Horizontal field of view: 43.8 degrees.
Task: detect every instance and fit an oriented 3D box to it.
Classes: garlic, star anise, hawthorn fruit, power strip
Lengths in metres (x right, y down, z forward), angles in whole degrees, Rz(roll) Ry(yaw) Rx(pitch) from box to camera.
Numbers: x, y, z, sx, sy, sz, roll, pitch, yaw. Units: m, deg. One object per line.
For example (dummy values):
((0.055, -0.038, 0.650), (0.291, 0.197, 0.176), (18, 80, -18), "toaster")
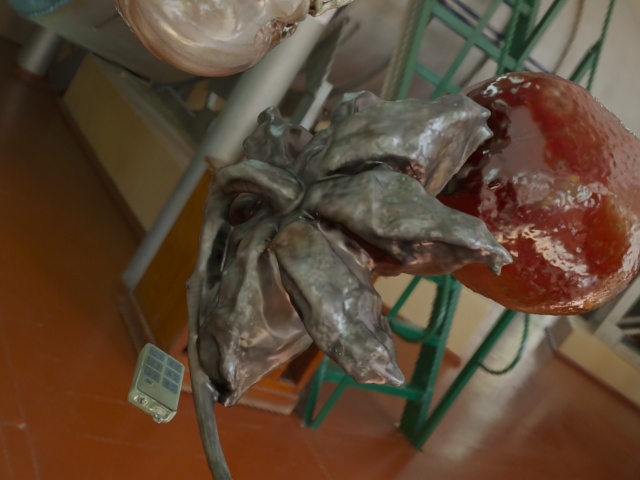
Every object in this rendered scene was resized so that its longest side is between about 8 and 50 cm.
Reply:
((-0.044, -0.247, 0.620), (0.256, 0.207, 0.207), (-13, 29, -11), "garlic")
((0.000, 0.000, 0.605), (0.139, 0.316, 0.360), (36, 18, -43), "star anise")
((0.234, -0.068, 0.950), (0.369, 0.285, 0.285), (35, 9, -43), "hawthorn fruit")
((-0.134, 0.115, 0.652), (0.040, 0.016, 0.090), (36, 12, -15), "power strip")
